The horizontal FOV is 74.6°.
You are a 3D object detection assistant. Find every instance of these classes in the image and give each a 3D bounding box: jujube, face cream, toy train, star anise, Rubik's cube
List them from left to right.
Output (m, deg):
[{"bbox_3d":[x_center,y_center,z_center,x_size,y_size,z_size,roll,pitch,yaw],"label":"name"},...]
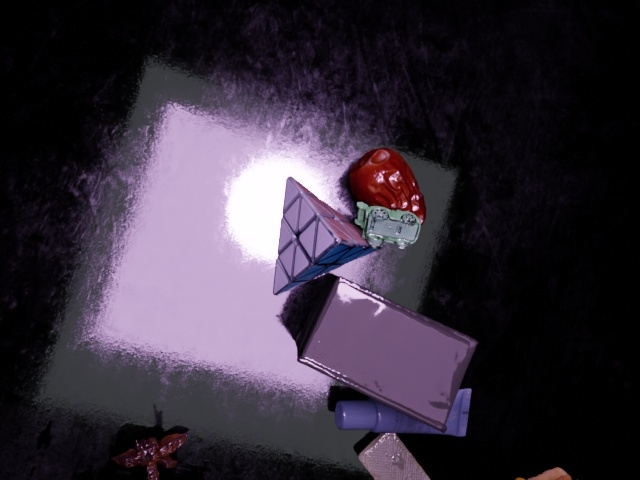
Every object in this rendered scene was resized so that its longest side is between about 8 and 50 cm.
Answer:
[{"bbox_3d":[-0.392,0.514,0.965,0.140,0.144,0.158,38,83,-18],"label":"star anise"},{"bbox_3d":[0.002,-0.001,1.027,0.228,0.233,0.229,-60,146,-41],"label":"Rubik's cube"},{"bbox_3d":[0.156,-0.039,0.987,0.149,0.081,0.099,5,130,2],"label":"toy train"},{"bbox_3d":[0.172,-0.118,1.061,0.155,0.155,0.230,-36,107,-8],"label":"jujube"},{"bbox_3d":[0.228,0.459,1.114,0.384,0.086,0.136,6,93,-16],"label":"face cream"}]

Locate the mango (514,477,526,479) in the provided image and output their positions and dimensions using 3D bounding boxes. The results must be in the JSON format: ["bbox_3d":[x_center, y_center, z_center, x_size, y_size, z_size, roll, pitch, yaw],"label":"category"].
[{"bbox_3d":[0.590,0.721,1.208,0.060,0.046,0.089,-34,87,-2],"label":"mango"}]

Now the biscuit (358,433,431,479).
[{"bbox_3d":[0.203,0.614,1.111,0.121,0.040,0.199,-37,85,-12],"label":"biscuit"}]

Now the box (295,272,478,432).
[{"bbox_3d":[0.137,0.238,0.979,0.344,0.251,0.205,25,85,-1],"label":"box"}]

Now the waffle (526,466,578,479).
[{"bbox_3d":[0.555,0.811,1.134,0.375,0.114,0.261,-25,97,1],"label":"waffle"}]
